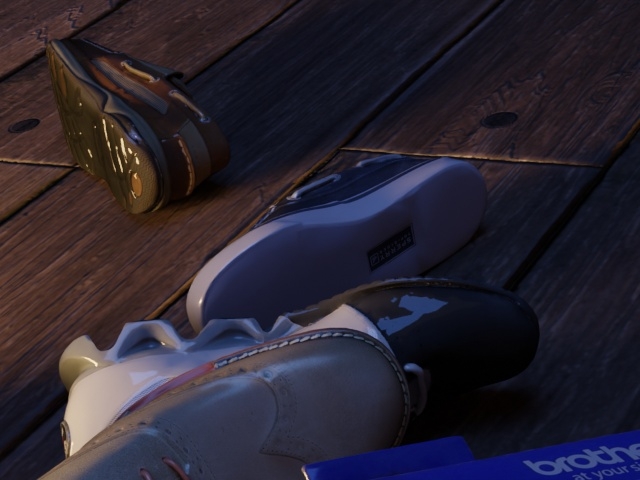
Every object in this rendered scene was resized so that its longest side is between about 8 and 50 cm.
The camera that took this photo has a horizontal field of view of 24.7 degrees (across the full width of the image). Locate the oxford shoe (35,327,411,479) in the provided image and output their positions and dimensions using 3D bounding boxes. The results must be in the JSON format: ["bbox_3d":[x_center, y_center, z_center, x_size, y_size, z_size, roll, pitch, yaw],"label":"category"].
[{"bbox_3d":[-0.106,0.174,0.813,0.397,0.140,0.146,-33,-2,-15],"label":"oxford shoe"}]

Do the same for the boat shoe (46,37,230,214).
[{"bbox_3d":[-0.190,-0.126,1.506,0.119,0.123,0.324,-18,36,-21],"label":"boat shoe"}]

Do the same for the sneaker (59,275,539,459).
[{"bbox_3d":[-0.007,0.121,0.975,0.330,0.122,0.146,-11,45,0],"label":"sneaker"}]

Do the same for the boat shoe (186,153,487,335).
[{"bbox_3d":[0.000,0.000,1.185,0.301,0.108,0.102,-29,32,-34],"label":"boat shoe"}]

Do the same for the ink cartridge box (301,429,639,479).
[{"bbox_3d":[0.110,0.218,0.624,0.270,0.151,0.395,-7,22,-23],"label":"ink cartridge box"}]
